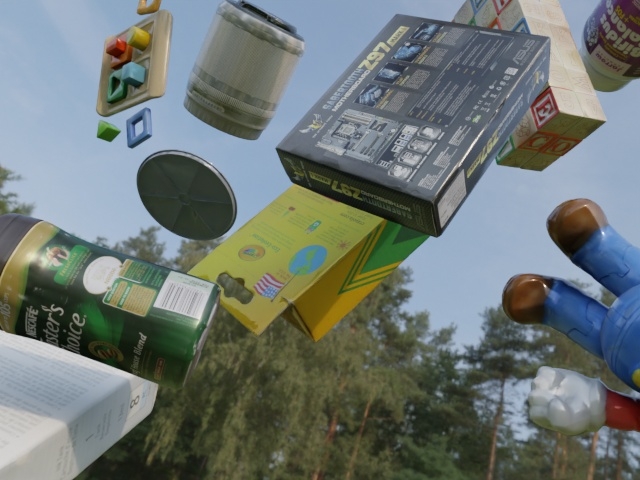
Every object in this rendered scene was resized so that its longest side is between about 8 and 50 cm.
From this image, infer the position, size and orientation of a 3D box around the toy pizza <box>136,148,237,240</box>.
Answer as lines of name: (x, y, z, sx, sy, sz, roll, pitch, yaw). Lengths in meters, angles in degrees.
toy pizza: (-0.248, -0.085, 1.073, 0.202, 0.032, 0.201, 9, -51, 11)

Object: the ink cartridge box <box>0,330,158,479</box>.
ink cartridge box: (-0.378, 0.154, 0.508, 0.309, 0.385, 0.091, 19, -72, 13)

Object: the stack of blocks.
stack of blocks: (0.294, -0.256, 0.876, 0.087, 0.296, 0.171, 4, -28, -23)

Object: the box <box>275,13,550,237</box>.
box: (0.095, -0.129, 0.581, 0.184, 0.232, 0.059, 24, -26, 32)

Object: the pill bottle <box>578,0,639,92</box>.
pill bottle: (0.592, -0.404, 1.058, 0.170, 0.169, 0.301, 17, -15, 6)

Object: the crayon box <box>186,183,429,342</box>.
crayon box: (0.000, 0.000, 0.768, 0.202, 0.319, 0.081, 30, -26, 49)

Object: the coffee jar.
coffee jar: (-0.179, 0.049, 0.455, 0.185, 0.079, 0.096, 21, -41, -5)

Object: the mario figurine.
mario figurine: (0.258, 0.072, 0.414, 0.170, 0.320, 0.197, -16, -62, -15)

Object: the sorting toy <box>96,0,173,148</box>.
sorting toy: (-0.374, -0.348, 1.114, 0.196, 0.347, 0.047, -5, -13, 36)

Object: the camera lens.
camera lens: (-0.179, -0.403, 1.345, 0.220, 0.219, 0.274, 26, -71, -9)
